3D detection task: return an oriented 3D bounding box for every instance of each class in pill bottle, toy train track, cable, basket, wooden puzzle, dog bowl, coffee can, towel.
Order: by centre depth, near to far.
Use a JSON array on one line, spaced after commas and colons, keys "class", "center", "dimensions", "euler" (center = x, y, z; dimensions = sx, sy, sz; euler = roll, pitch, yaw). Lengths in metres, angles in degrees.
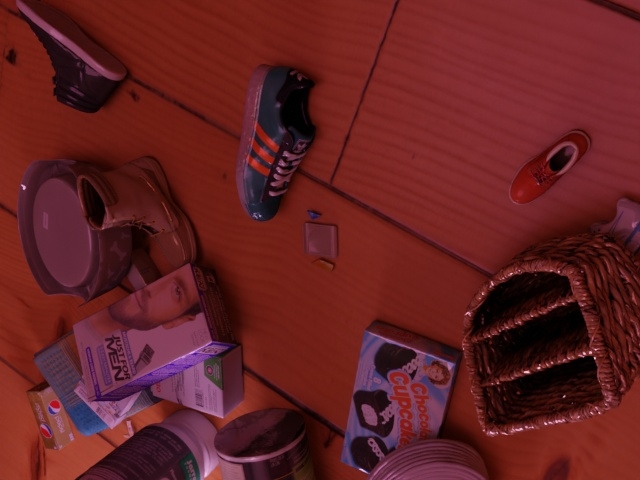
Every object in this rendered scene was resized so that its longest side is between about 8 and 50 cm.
[{"class": "basket", "center": [0.335, 0.137, 1.058], "dimensions": [0.213, 0.223, 0.299], "euler": [53, 149, 2]}, {"class": "cable", "center": [0.204, 0.497, 1.324], "dimensions": [0.257, 0.089, 0.257], "euler": [19, 110, -14]}, {"class": "wooden puzzle", "center": [0.000, 0.000, 1.375], "dimensions": [0.078, 0.014, 0.116], "euler": [13, 113, 20]}, {"class": "coffee can", "center": [-0.107, 0.536, 1.505], "dimensions": [0.201, 0.201, 0.275], "euler": [-3, 106, 29]}, {"class": "pill bottle", "center": [-0.394, 0.544, 1.570], "dimensions": [0.204, 0.361, 0.204], "euler": [10, 112, 26]}, {"class": "dog bowl", "center": [-0.559, -0.023, 1.581], "dimensions": [0.348, 0.102, 0.349], "euler": [10, 106, 39]}, {"class": "towel", "center": [-0.569, 0.345, 1.792], "dimensions": [0.370, 0.040, 0.271], "euler": [-30, 92, 31]}, {"class": "toy train track", "center": [-0.493, 0.497, 1.811], "dimensions": [0.048, 0.014, 0.083], "euler": [5, 123, 13]}]

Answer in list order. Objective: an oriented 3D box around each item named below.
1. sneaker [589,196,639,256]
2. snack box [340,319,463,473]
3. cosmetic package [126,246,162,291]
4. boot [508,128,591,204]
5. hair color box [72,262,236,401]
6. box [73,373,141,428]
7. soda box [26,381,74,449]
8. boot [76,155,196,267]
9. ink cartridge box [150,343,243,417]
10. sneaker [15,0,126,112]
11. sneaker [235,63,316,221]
[{"class": "sneaker", "center": [0.458, 0.015, 1.106], "dimensions": [0.083, 0.071, 0.191], "euler": [39, 119, 27]}, {"class": "snack box", "center": [0.155, 0.335, 1.376], "dimensions": [0.187, 0.060, 0.322], "euler": [17, 114, 21]}, {"class": "cosmetic package", "center": [-0.408, 0.077, 1.597], "dimensions": [0.041, 0.060, 0.115], "euler": [-32, 92, 32]}, {"class": "boot", "center": [0.354, -0.110, 1.101], "dimensions": [0.059, 0.084, 0.158], "euler": [45, 124, 6]}, {"class": "hair color box", "center": [-0.366, 0.205, 1.509], "dimensions": [0.338, 0.110, 0.185], "euler": [-27, 69, 16]}, {"class": "box", "center": [-0.525, 0.361, 1.730], "dimensions": [0.145, 0.038, 0.186], "euler": [41, 121, 9]}, {"class": "soda box", "center": [-0.750, 0.487, 1.926], "dimensions": [0.061, 0.058, 0.181], "euler": [-7, 103, 31]}, {"class": "boot", "center": [-0.383, -0.039, 1.455], "dimensions": [0.095, 0.203, 0.262], "euler": [-20, 95, 33]}, {"class": "ink cartridge box", "center": [-0.287, 0.298, 1.589], "dimensions": [0.208, 0.087, 0.153], "euler": [10, 111, 26]}, {"class": "sneaker", "center": [-0.563, -0.391, 1.491], "dimensions": [0.295, 0.104, 0.147], "euler": [41, 116, 6]}, {"class": "sneaker", "center": [-0.078, -0.171, 1.301], "dimensions": [0.121, 0.108, 0.302], "euler": [17, 113, 28]}]
